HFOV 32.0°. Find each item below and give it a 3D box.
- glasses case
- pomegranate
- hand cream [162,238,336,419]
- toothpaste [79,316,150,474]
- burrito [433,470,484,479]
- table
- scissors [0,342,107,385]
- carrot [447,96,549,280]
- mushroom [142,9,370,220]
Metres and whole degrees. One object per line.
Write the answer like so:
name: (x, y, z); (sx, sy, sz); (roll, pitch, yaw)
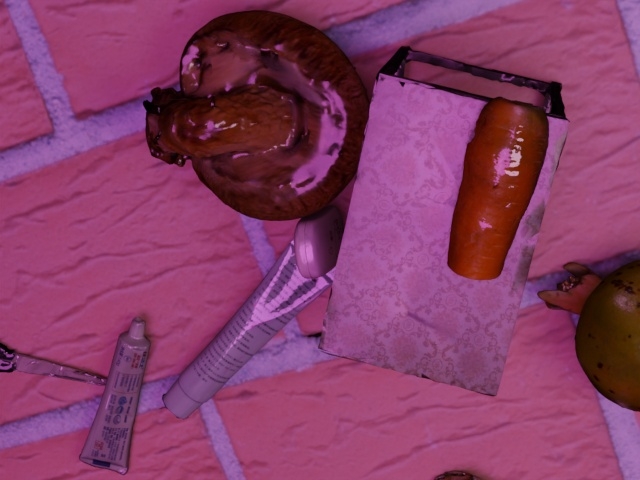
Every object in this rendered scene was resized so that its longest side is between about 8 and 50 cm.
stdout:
glasses case: (0.000, 0.000, 1.458); (0.049, 0.193, 0.074); (-4, 98, 13)
pomegranate: (0.391, 0.119, 1.419); (0.245, 0.198, 0.198); (4, 108, 24)
hand cream: (-0.107, 0.133, 1.594); (0.085, 0.058, 0.331); (43, 110, -1)
toothpaste: (-0.299, 0.234, 1.672); (0.069, 0.047, 0.268); (3, 115, -32)
burrito: (0.236, 0.368, 1.600); (0.149, 0.041, 0.055); (28, 124, 3)
table: (0.153, -0.037, 1.372); (0.222, 0.272, 0.335); (14, 108, 6)
scissors: (-0.457, 0.189, 1.707); (0.299, 0.022, 0.109); (12, 112, 8)
carrot: (0.184, -0.052, 1.174); (0.087, 0.087, 0.194); (15, 106, 7)
mushroom: (-0.082, -0.160, 1.427); (0.283, 0.195, 0.263); (2, 99, -5)
